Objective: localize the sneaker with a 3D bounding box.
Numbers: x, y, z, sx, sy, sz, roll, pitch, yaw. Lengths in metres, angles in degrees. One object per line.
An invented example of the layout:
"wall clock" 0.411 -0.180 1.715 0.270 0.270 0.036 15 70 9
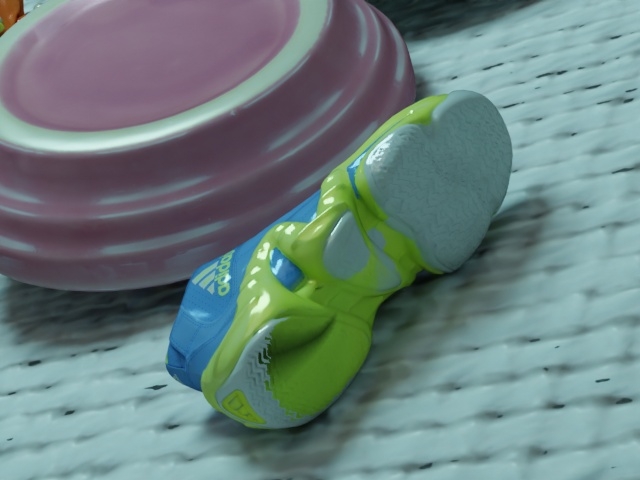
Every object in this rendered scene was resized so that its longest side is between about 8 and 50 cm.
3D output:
"sneaker" 0.000 0.000 0.918 0.126 0.091 0.240 3 40 48

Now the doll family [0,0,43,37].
"doll family" -0.382 -0.179 1.551 0.263 0.163 0.118 -16 -15 24

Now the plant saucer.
"plant saucer" -0.105 -0.100 1.131 0.332 0.084 0.332 -11 36 8
